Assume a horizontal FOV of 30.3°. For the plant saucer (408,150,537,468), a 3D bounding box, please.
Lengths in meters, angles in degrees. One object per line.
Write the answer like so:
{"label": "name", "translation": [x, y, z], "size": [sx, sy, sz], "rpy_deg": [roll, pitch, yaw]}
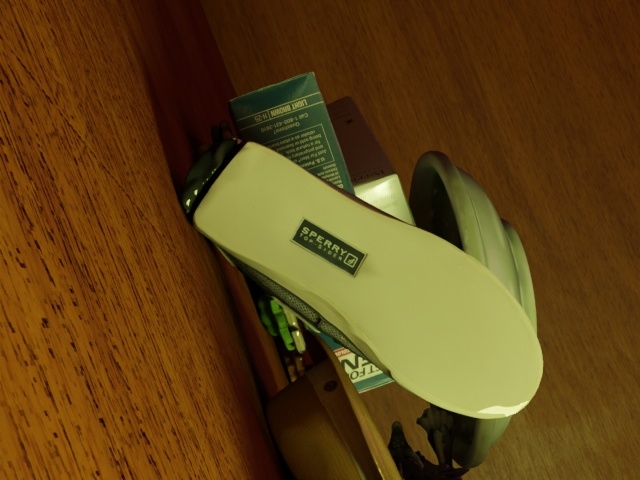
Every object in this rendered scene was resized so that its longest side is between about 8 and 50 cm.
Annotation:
{"label": "plant saucer", "translation": [0.196, 0.082, 1.501], "size": [0.400, 0.100, 0.401], "rpy_deg": [174, -90, -83]}

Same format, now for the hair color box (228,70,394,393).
{"label": "hair color box", "translation": [0.000, 0.000, 1.350], "size": [0.174, 0.105, 0.347], "rpy_deg": [98, -27, -86]}

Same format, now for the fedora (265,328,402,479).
{"label": "fedora", "translation": [0.006, 0.171, 1.008], "size": [0.194, 0.079, 0.194], "rpy_deg": [62, -6, 12]}

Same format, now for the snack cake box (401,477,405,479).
{"label": "snack cake box", "translation": [0.076, 0.336, 1.059], "size": [0.264, 0.089, 0.152], "rpy_deg": [-106, 173, -82]}

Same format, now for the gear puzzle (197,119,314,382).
{"label": "gear puzzle", "translation": [-0.067, 0.038, 1.325], "size": [0.175, 0.044, 0.339], "rpy_deg": [-114, -175, -69]}

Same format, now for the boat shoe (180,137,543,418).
{"label": "boat shoe", "translation": [0.038, 0.033, 1.044], "size": [0.340, 0.127, 0.158], "rpy_deg": [37, -5, 3]}

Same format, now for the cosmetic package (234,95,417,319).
{"label": "cosmetic package", "translation": [-0.003, -0.053, 1.641], "size": [0.385, 0.217, 0.156], "rpy_deg": [-115, -176, -68]}

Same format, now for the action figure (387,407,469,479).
{"label": "action figure", "translation": [0.092, 0.284, 1.450], "size": [0.276, 0.164, 0.141], "rpy_deg": [85, -4, -57]}
